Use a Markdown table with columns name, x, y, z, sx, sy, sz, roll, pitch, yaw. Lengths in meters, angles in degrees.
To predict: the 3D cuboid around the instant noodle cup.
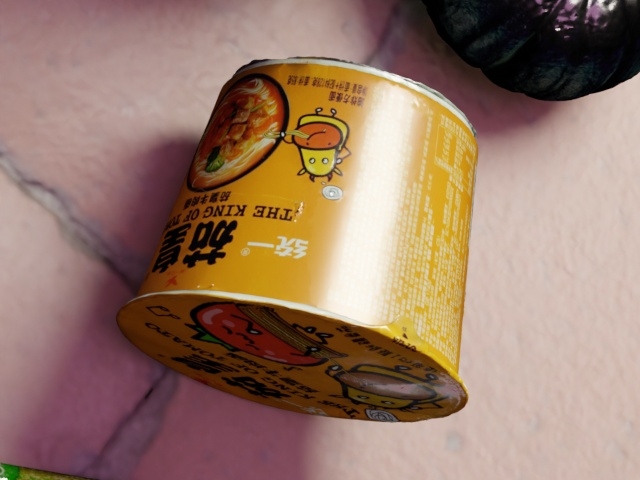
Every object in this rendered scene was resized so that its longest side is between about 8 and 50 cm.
| name | x | y | z | sx | sy | sz | roll | pitch | yaw |
| --- | --- | --- | --- | --- | --- | --- | --- | --- | --- |
| instant noodle cup | 0.000 | 0.000 | 1.161 | 0.215 | 0.216 | 0.172 | 20 | 69 | -18 |

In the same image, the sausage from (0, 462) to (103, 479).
| name | x | y | z | sx | sy | sz | roll | pitch | yaw |
| --- | --- | --- | --- | --- | --- | --- | --- | --- | --- |
| sausage | -0.211 | 0.147 | 1.150 | 0.269 | 0.033 | 0.033 | 13 | 81 | -19 |

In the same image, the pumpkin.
| name | x | y | z | sx | sy | sz | roll | pitch | yaw |
| --- | --- | --- | --- | --- | --- | --- | --- | --- | --- |
| pumpkin | 0.151 | -0.188 | 1.266 | 0.194 | 0.150 | 0.194 | 18 | 67 | -50 |
